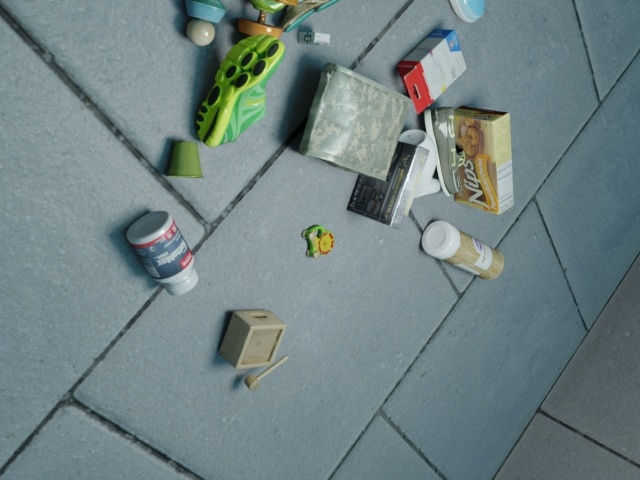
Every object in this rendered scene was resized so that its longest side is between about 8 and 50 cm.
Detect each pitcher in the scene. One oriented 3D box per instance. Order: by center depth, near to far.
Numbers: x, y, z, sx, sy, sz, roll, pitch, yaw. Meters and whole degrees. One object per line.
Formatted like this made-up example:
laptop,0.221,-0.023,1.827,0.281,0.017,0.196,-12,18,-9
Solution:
pitcher,0.262,-0.210,1.885,0.177,0.125,0.207,-30,137,-11

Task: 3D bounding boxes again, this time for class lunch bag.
lunch bag,0.068,-0.302,1.639,0.287,0.169,0.235,13,98,-47

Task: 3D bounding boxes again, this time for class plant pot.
plant pot,-0.302,-0.181,1.434,0.083,0.083,0.079,-1,95,-41

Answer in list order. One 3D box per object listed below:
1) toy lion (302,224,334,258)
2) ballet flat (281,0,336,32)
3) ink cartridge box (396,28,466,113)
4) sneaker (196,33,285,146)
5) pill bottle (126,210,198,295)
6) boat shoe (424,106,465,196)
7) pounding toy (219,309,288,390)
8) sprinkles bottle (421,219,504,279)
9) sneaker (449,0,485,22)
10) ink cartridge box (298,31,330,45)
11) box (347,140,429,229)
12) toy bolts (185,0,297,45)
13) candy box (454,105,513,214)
toy lion,0.000,0.000,1.791,0.096,0.034,0.100,-35,126,-34
ballet flat,-0.030,-0.570,1.533,0.206,0.073,0.067,-40,101,-26
ink cartridge box,0.307,-0.484,1.835,0.231,0.078,0.134,-45,129,-19
sneaker,-0.171,-0.334,1.425,0.295,0.109,0.123,-48,159,30
pill bottle,-0.349,0.033,1.448,0.108,0.108,0.180,-40,128,-23
boat shoe,0.393,-0.268,1.959,0.109,0.091,0.305,-80,153,-52
pounding toy,-0.176,0.293,1.714,0.181,0.094,0.206,5,112,-47
sprinkles bottle,0.487,0.038,2.162,0.355,0.121,0.121,22,91,-44
sneaker,0.459,-0.761,1.771,0.127,0.208,0.319,-35,127,-27
ink cartridge box,-0.011,-0.490,1.555,0.048,0.083,0.028,-8,112,-39
box,0.185,-0.165,1.781,0.056,0.183,0.231,14,96,-43
toy bolts,-0.172,-0.473,1.361,0.228,0.218,0.159,8,108,-24
candy box,0.506,-0.254,2.023,0.087,0.183,0.316,-30,124,-28
